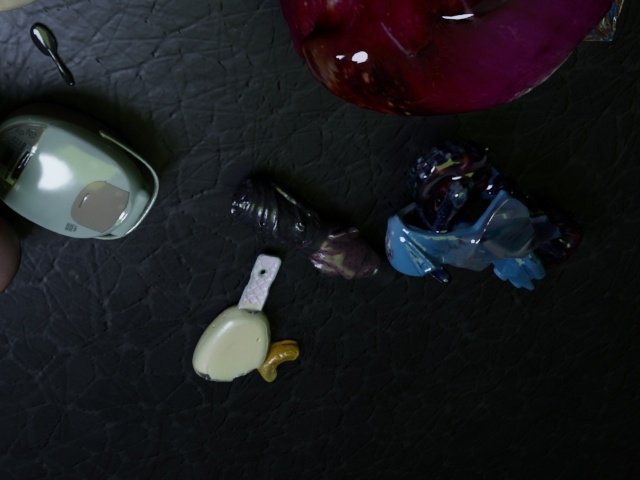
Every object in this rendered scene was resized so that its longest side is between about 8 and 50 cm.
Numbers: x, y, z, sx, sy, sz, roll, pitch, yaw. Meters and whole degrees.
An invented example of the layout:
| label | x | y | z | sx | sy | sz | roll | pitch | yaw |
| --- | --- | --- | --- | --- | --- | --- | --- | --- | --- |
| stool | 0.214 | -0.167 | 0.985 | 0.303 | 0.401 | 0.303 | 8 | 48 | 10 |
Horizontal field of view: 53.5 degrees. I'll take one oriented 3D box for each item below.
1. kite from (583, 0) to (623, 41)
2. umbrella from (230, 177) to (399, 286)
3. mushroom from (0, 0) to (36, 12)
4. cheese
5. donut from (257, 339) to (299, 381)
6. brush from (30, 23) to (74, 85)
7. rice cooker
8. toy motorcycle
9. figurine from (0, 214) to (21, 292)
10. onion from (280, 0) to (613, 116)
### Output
| label | x | y | z | sx | sy | sz | roll | pitch | yaw |
| --- | --- | --- | --- | --- | --- | --- | --- | --- | --- |
| kite | 0.394 | -0.357 | 0.946 | 0.232 | 0.009 | 0.189 | -43 | 126 | 11 |
| umbrella | 0.000 | 0.000 | 0.999 | 0.326 | 0.090 | 0.094 | 30 | 87 | -32 |
| mushroom | -0.318 | -0.334 | 0.558 | 0.253 | 0.234 | 0.260 | 6 | 118 | 7 |
| cheese | -0.123 | 0.131 | 1.067 | 0.127 | 0.050 | 0.256 | 13 | 117 | -26 |
| donut | -0.075 | 0.217 | 1.150 | 0.083 | 0.038 | 0.067 | -12 | 123 | -9 |
| brush | -0.328 | -0.227 | 0.782 | 0.024 | 0.008 | 0.083 | -27 | 128 | -3 |
| rice cooker | -0.314 | -0.088 | 0.809 | 0.206 | 0.127 | 0.145 | 27 | 112 | -35 |
| toy motorcycle | 0.261 | -0.014 | 1.050 | 0.416 | 0.172 | 0.232 | 22 | 120 | -39 |
| figurine | -0.556 | -0.037 | 0.690 | 0.387 | 0.276 | 0.249 | -9 | 81 | -18 |
| onion | 0.164 | -0.323 | 0.708 | 0.420 | 0.398 | 0.399 | -8 | 131 | -51 |
